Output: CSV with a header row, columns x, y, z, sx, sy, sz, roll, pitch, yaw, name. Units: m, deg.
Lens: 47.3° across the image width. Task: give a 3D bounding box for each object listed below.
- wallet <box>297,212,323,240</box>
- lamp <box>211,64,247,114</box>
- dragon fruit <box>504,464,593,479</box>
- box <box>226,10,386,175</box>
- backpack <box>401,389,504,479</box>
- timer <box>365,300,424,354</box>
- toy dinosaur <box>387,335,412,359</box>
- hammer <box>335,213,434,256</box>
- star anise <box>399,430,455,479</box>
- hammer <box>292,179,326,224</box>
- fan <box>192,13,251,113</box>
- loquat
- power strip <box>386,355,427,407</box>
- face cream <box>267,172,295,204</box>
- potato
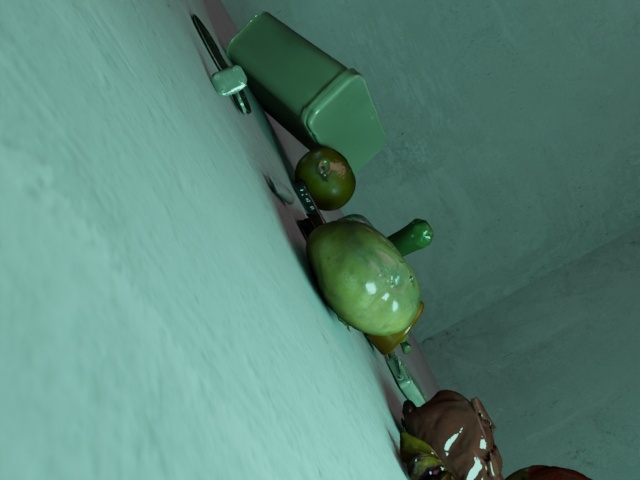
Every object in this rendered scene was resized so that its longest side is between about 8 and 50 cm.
x,y,z,sx,sy,sz,roll,pitch,yaw,name
0.000,0.000,1.424,0.110,0.031,0.198,61,5,2,wallet
-0.160,-0.260,1.304,0.050,0.056,0.198,60,-6,2,lamp
0.411,0.539,1.271,0.278,0.277,0.342,61,-1,3,dragon fruit
-0.035,-0.365,1.867,0.344,0.177,0.352,42,-4,25,box
0.230,0.347,1.188,0.229,0.138,0.229,59,7,-12,backpack
0.107,0.130,1.449,0.152,0.132,0.132,38,5,0,timer
0.130,0.188,1.680,0.248,0.075,0.188,50,2,-42,toy dinosaur
0.135,0.016,1.476,0.206,0.119,0.335,56,-28,-1,hammer
0.160,0.335,1.011,0.168,0.057,0.168,62,5,-10,star anise
0.018,-0.008,1.663,0.288,0.033,0.111,61,5,-6,hammer
-0.213,-0.388,1.552,0.223,0.012,0.294,57,6,-33,fan
0.010,-0.146,1.729,0.152,0.152,0.195,62,-6,13,loquat
0.200,0.327,1.637,0.192,0.035,0.081,56,8,-49,power strip
-0.068,-0.086,1.266,0.038,0.020,0.115,63,8,16,face cream
0.061,0.049,1.150,0.191,0.141,0.296,43,9,-12,potato
